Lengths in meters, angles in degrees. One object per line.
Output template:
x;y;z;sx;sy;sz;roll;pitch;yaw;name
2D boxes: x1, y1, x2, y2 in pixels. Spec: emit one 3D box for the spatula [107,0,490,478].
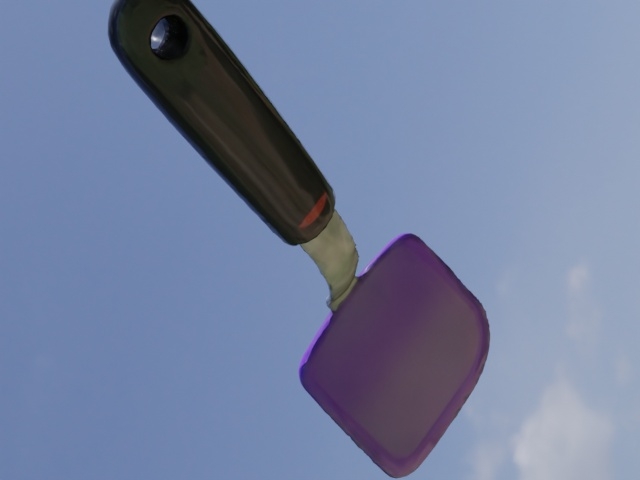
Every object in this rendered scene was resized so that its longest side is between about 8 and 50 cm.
0.000;0.000;0.550;0.084;0.030;0.296;-53;-34;-12;spatula
